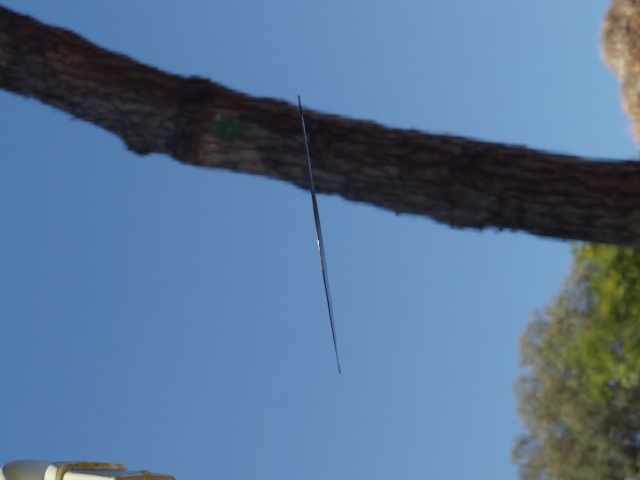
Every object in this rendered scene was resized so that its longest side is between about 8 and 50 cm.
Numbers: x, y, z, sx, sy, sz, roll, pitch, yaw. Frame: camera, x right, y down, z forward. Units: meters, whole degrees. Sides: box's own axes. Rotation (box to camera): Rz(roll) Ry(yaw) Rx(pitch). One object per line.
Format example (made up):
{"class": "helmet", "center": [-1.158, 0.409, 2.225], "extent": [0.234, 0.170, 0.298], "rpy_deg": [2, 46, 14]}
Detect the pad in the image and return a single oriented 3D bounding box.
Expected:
{"class": "pad", "center": [0.000, 0.000, 1.166], "extent": [0.267, 0.004, 0.181], "rpy_deg": [82, 180, -56]}

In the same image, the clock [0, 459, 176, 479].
{"class": "clock", "center": [-0.222, 0.364, 0.946], "extent": [0.120, 0.276, 0.379], "rpy_deg": [10, -103, -49]}
